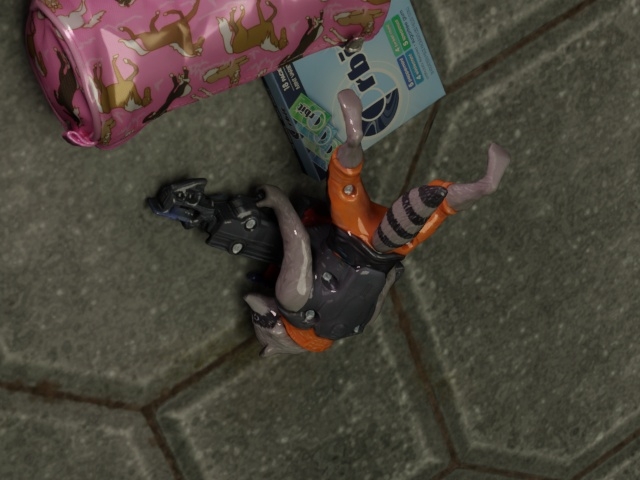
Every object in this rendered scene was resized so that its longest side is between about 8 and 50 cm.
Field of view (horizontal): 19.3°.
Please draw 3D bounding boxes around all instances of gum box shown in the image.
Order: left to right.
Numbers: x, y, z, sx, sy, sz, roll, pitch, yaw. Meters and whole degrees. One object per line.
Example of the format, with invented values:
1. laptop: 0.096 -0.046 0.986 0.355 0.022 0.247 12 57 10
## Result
1. gum box: 0.035 -0.180 2.070 0.184 0.041 0.157 -34 124 -16

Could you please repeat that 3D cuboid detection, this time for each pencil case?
1. pencil case: -0.108 -0.225 1.890 0.386 0.167 0.160 -24 152 -23

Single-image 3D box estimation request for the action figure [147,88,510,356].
1. action figure: 0.000 0.000 2.015 0.341 0.178 0.330 9 130 -31
